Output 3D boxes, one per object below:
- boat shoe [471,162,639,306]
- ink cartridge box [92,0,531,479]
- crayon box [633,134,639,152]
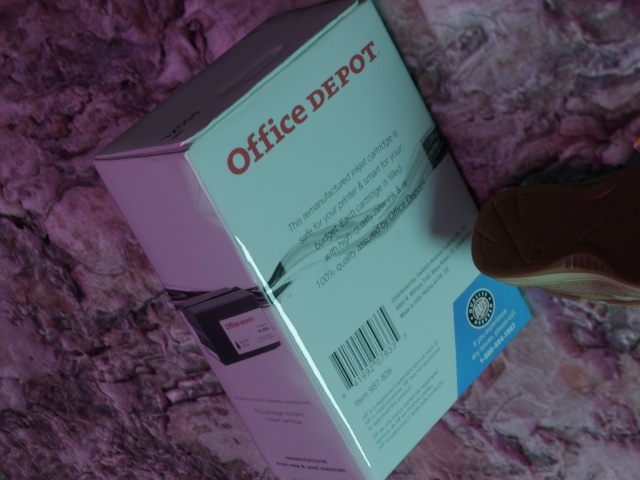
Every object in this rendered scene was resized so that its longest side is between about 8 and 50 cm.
[{"bbox_3d":[0.295,0.001,1.743,0.110,0.122,0.341,24,166,-39],"label":"boat shoe"},{"bbox_3d":[0.000,0.000,1.883,0.166,0.285,0.395,-3,122,49],"label":"ink cartridge box"},{"bbox_3d":[0.415,-0.179,1.237,0.106,0.313,0.363,48,146,-2],"label":"crayon box"}]
